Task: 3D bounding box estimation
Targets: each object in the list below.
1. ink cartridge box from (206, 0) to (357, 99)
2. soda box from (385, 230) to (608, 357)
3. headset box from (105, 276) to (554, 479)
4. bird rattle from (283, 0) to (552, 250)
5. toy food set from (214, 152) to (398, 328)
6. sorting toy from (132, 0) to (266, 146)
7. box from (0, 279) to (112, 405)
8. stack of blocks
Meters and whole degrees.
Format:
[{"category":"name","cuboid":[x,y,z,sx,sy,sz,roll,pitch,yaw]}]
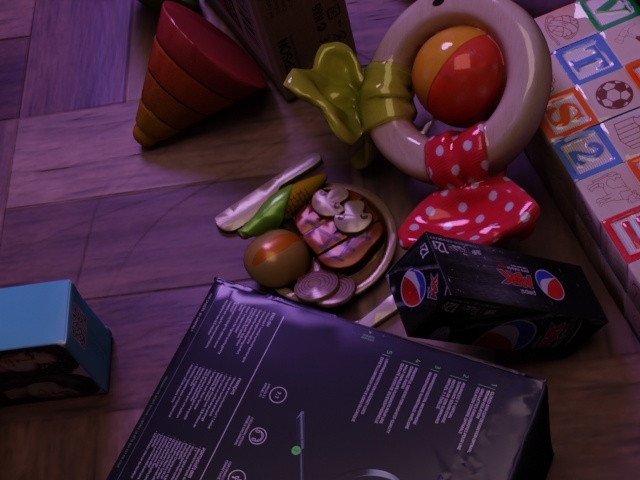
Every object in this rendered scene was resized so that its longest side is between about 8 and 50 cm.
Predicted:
[{"category":"ink cartridge box","cuboid":[-0.064,-0.275,1.085,0.088,0.234,0.193,-32,56,-9]},{"category":"soda box","cuboid":[0.133,0.044,0.883,0.053,0.169,0.060,-48,46,36]},{"category":"headset box","cuboid":[0.009,0.191,0.832,0.283,0.131,0.246,15,62,21]},{"category":"bird rattle","cuboid":[0.097,-0.105,0.961,0.207,0.143,0.253,-57,47,15]},{"category":"toy food set","cuboid":[0.000,0.000,1.012,0.132,0.038,0.192,-36,57,-11]},{"category":"sorting toy","cuboid":[-0.195,-0.217,1.181,0.126,0.127,0.365,-50,53,16]},{"category":"box","cuboid":[-0.306,0.096,0.986,0.244,0.100,0.060,-8,58,9]},{"category":"stack of blocks","cuboid":[0.275,-0.072,0.965,0.171,0.087,0.297,-23,56,-2]}]
